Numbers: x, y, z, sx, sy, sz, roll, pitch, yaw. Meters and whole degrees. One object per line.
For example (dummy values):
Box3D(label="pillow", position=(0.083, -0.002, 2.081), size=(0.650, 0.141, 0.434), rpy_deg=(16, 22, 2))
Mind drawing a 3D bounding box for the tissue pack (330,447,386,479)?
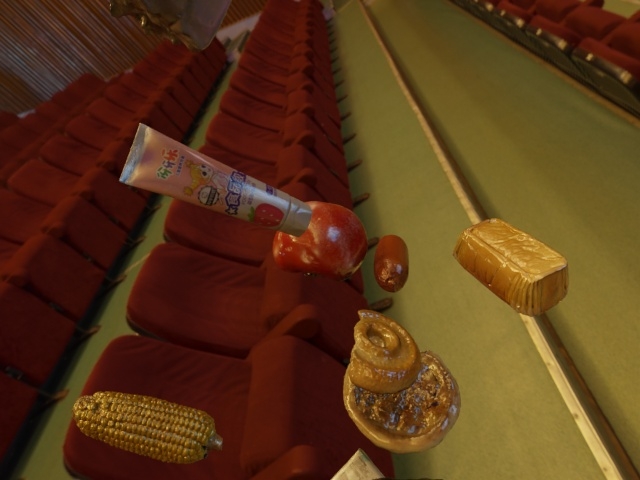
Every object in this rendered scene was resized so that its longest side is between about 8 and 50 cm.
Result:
Box3D(label="tissue pack", position=(0.151, 0.751, 1.286), size=(0.159, 0.145, 0.229), rpy_deg=(-44, 43, -10))

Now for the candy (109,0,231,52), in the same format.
Box3D(label="candy", position=(-0.224, -0.415, 0.709), size=(0.184, 0.137, 0.195), rpy_deg=(33, 98, 44))

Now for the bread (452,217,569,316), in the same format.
Box3D(label="bread", position=(0.462, 0.055, 1.117), size=(0.152, 0.119, 0.288), rpy_deg=(-21, 35, -14))

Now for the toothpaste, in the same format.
Box3D(label="toothpaste", position=(-0.100, -0.054, 0.475), size=(0.043, 0.194, 0.067), rpy_deg=(-26, 49, 55))

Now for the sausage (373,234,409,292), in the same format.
Box3D(label="sausage", position=(0.148, 0.046, 0.941), size=(0.076, 0.076, 0.197), rpy_deg=(-35, 11, 18))

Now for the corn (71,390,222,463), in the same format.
Box3D(label="corn", position=(-0.366, 0.401, 0.974), size=(0.119, 0.321, 0.119), rpy_deg=(-164, 90, -83))

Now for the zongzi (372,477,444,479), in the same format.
Box3D(label="zongzi", position=(0.181, 0.516, 0.726), size=(0.274, 0.125, 0.251), rpy_deg=(-43, 58, 51))

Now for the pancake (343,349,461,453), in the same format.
Box3D(label="pancake", position=(0.248, 0.465, 1.415), size=(0.382, 0.071, 0.382), rpy_deg=(-3, 38, 2))

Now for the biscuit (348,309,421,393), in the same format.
Box3D(label="biscuit", position=(0.182, 0.307, 1.269), size=(0.274, 0.213, 0.091), rpy_deg=(-83, 12, -61))

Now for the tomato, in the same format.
Box3D(label="tomato", position=(0.000, 0.000, 0.880), size=(0.187, 0.187, 0.151), rpy_deg=(26, 101, 61))
